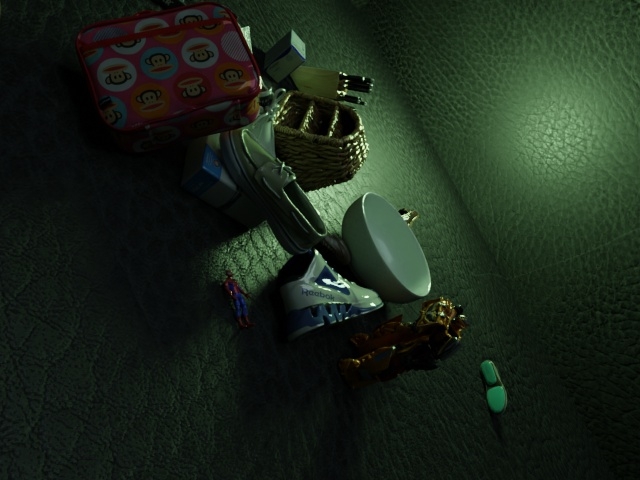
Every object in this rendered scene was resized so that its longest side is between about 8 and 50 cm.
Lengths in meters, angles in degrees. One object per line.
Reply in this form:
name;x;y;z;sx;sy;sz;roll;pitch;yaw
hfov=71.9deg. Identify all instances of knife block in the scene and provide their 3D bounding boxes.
knife block;0.045;-0.577;1.594;0.275;0.242;0.088;61;27;7

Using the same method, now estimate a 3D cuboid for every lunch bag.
lunch bag;-0.274;-0.316;0.812;0.120;0.293;0.258;121;-53;-71

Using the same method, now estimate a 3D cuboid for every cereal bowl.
cereal bowl;0.172;0.036;1.290;0.339;0.141;0.338;38;35;-33

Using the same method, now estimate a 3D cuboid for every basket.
basket;0.009;-0.310;1.247;0.299;0.214;0.222;-75;147;-54

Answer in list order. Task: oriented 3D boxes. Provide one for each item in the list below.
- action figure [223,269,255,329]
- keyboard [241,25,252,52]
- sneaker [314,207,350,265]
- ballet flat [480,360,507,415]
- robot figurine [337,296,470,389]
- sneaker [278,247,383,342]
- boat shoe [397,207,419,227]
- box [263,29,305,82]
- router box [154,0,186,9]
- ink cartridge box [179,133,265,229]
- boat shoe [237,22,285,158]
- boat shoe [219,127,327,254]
action figure;-0.154;0.108;0.827;0.038;0.030;0.115;-4;63;-53
keyboard;-0.186;-0.415;1.153;0.072;0.014;0.255;-70;160;-56
sneaker;0.000;0.000;1.157;0.188;0.066;0.071;52;45;0
ballet flat;0.634;0.536;1.595;0.068;0.072;0.213;45;30;-31
robot figurine;0.184;0.220;0.968;0.085;0.291;0.211;54;28;-8
sneaker;0.015;0.103;0.992;0.316;0.128;0.182;-1;65;-56
boat shoe;0.335;-0.093;1.746;0.073;0.073;0.207;58;28;-4
box;-0.121;-0.627;1.505;0.072;0.126;0.137;39;34;-34
router box;-0.443;-0.686;1.141;0.179;0.046;0.133;13;52;-52
ink cartridge box;-0.191;-0.132;0.948;0.191;0.082;0.139;35;37;-38
boat shoe;-0.151;-0.309;0.996;0.136;0.157;0.366;-45;127;-44
boat shoe;-0.090;-0.114;0.906;0.302;0.094;0.109;56;32;-8
